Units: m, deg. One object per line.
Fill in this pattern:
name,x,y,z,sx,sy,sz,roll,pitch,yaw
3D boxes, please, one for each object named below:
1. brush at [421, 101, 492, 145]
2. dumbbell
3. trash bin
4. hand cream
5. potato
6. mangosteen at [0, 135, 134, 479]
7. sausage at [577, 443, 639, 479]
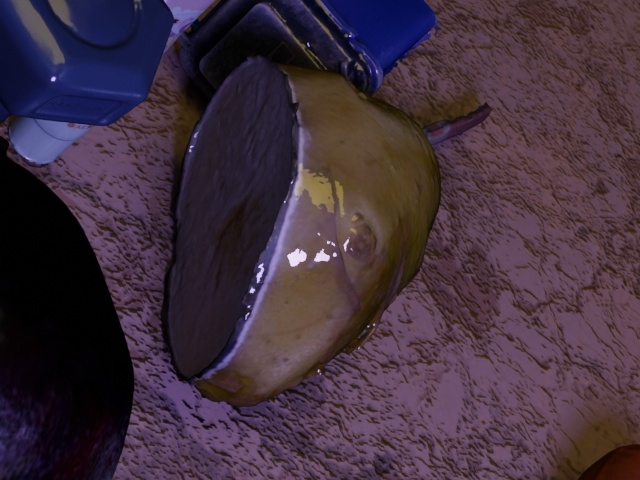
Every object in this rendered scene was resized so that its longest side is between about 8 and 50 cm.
brush,0.090,-0.093,1.929,0.071,0.084,0.301,55,34,9
dumbbell,-0.249,-0.106,1.437,0.156,0.316,0.143,56,43,-2
trash bin,-0.008,-0.195,1.860,0.184,0.162,0.234,51,34,2
hand cream,-0.147,-0.170,1.569,0.085,0.331,0.058,7,53,-39
potato,0.000,0.000,1.640,0.196,0.246,0.299,19,50,-20
mangosteen,-0.321,0.118,1.206,0.382,0.382,0.435,22,87,-29
sausage,0.260,0.285,1.746,0.133,0.133,0.258,41,43,-10
